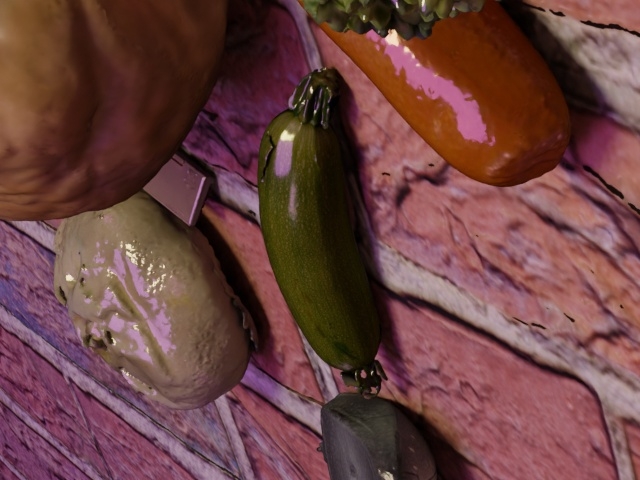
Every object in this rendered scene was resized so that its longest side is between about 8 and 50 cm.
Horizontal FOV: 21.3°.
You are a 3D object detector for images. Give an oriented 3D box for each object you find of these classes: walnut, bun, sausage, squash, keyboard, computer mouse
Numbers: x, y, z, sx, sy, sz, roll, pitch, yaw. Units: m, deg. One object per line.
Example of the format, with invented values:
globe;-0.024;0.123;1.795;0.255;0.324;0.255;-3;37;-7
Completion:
walnut;-0.246;-0.177;1.271;0.381;0.381;0.381;44;154;28
bun;-0.173;0.054;1.647;0.239;0.141;0.239;45;157;25
sausage;0.056;-0.130;1.012;0.238;0.098;0.098;50;157;13
squash;-0.003;0.000;1.327;0.071;0.080;0.318;-90;-8;-50
keyboard;-0.154;-0.074;1.580;0.166;0.017;0.055;37;117;41
computer mouse;0.054;0.193;1.468;0.229;0.068;0.113;-165;65;-75

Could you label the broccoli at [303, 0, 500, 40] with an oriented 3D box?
broccoli;0.027;-0.246;0.763;0.288;0.235;0.260;54;-178;-2
